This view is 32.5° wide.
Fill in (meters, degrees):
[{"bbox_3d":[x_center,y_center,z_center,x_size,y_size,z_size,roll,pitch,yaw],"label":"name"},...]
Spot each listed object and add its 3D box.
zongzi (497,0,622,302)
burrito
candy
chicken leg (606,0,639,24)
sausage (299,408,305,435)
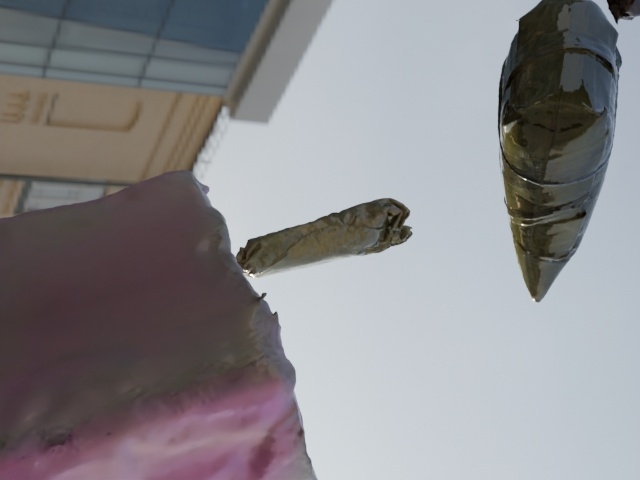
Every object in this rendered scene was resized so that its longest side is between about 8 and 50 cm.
[{"bbox_3d":[0.258,-0.105,1.210,0.274,0.125,0.251,82,20,-44],"label":"zongzi"},{"bbox_3d":[0.001,0.001,1.015,0.058,0.188,0.045,99,-28,-53],"label":"burrito"},{"bbox_3d":[-0.146,0.079,0.460,0.155,0.265,0.116,-122,-158,-50],"label":"candy"},{"bbox_3d":[0.279,-0.379,1.041,0.083,0.177,0.322,-59,166,-72],"label":"chicken leg"},{"bbox_3d":[-0.146,0.188,0.880,0.121,0.304,0.121,12,-71,40],"label":"sausage"}]
